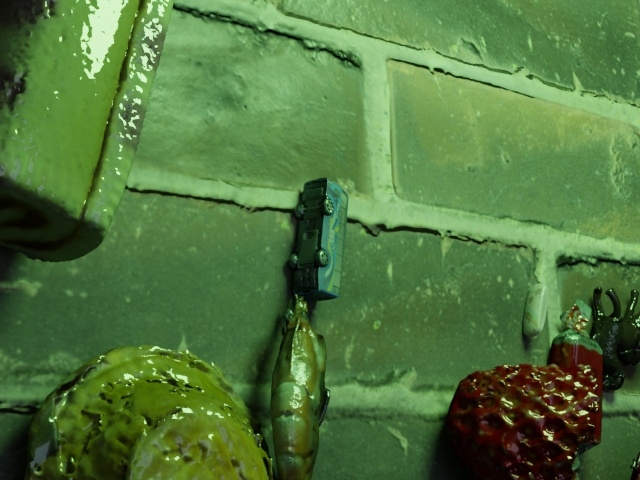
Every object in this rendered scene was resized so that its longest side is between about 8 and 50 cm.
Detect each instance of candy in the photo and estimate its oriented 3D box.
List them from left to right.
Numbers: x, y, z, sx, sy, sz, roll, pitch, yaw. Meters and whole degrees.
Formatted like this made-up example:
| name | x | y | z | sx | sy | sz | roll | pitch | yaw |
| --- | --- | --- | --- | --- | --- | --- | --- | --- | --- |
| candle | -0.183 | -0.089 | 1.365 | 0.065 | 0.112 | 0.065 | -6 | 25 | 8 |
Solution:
| name | x | y | z | sx | sy | sz | roll | pitch | yaw |
| --- | --- | --- | --- | --- | --- | --- | --- | --- | --- |
| candy | 0.376 | 0.223 | 1.670 | 0.086 | 0.059 | 0.292 | 18 | 68 | -36 |

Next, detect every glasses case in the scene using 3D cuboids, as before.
| name | x | y | z | sx | sy | sz | roll | pitch | yaw |
| --- | --- | --- | --- | --- | --- | --- | --- | --- | --- |
| glasses case | 0.318 | 0.102 | 1.672 | 0.021 | 0.032 | 0.083 | 27 | 64 | -27 |

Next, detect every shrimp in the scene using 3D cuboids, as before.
| name | x | y | z | sx | sy | sz | roll | pitch | yaw |
| --- | --- | --- | --- | --- | --- | --- | --- | --- | --- |
| shrimp | -0.018 | 0.188 | 1.332 | 0.254 | 0.059 | 0.145 | -86 | 167 | -49 |

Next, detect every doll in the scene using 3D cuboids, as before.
| name | x | y | z | sx | sy | sz | roll | pitch | yaw |
| --- | --- | --- | --- | --- | --- | --- | --- | --- | --- |
| doll | 0.467 | 0.151 | 1.767 | 0.139 | 0.057 | 0.165 | 8 | 82 | -39 |

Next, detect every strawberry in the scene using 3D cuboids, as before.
| name | x | y | z | sx | sy | sz | roll | pitch | yaw |
| --- | --- | --- | --- | --- | --- | --- | --- | --- | --- |
| strawberry | 0.257 | 0.250 | 1.521 | 0.178 | 0.234 | 0.233 | 23 | 60 | 3 |

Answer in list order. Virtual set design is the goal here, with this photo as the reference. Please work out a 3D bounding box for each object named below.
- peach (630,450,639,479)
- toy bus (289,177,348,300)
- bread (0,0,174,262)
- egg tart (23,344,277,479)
| name | x | y | z | sx | sy | sz | roll | pitch | yaw |
| --- | --- | --- | --- | --- | --- | --- | --- | --- | --- |
| peach | 0.554 | 0.389 | 1.685 | 0.196 | 0.190 | 0.226 | -17 | 96 | -31 |
| toy bus | 0.000 | 0.000 | 1.435 | 0.061 | 0.051 | 0.153 | 27 | 61 | -45 |
| bread | -0.279 | -0.161 | 1.184 | 0.187 | 0.155 | 0.338 | 30 | 58 | -39 |
| egg tart | -0.154 | 0.269 | 1.184 | 0.341 | 0.132 | 0.341 | 12 | 69 | -35 |
